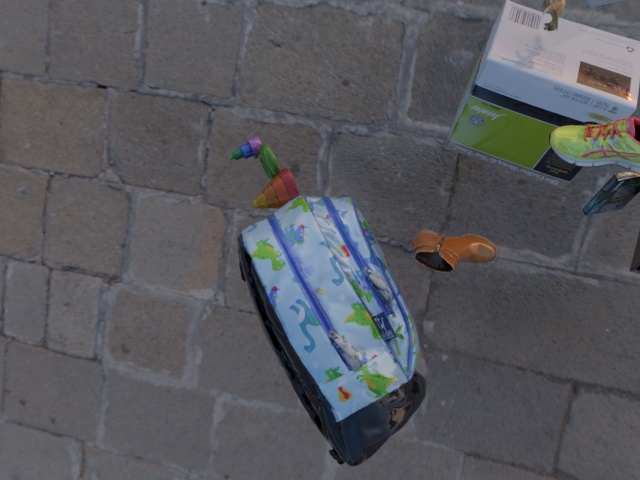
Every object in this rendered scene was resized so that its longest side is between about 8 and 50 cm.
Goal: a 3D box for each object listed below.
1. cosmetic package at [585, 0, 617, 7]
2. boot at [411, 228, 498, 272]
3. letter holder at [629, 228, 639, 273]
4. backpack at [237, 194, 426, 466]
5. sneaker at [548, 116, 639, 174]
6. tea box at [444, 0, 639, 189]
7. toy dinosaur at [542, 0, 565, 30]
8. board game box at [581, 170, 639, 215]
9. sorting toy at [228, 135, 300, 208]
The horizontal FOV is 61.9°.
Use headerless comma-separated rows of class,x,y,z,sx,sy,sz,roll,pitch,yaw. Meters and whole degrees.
cosmetic package,0.470,-0.511,0.562,0.394,0.330,0.327,1,85,36
boot,0.301,0.034,1.197,0.197,0.152,0.072,10,110,10
letter holder,0.985,-0.061,1.445,0.152,0.214,0.301,19,71,18
backpack,0.016,0.106,0.810,0.273,0.290,0.355,-43,79,-2
sneaker,0.501,-0.176,0.908,0.209,0.094,0.081,14,60,27
tea box,0.523,-0.339,1.293,0.329,0.323,0.219,21,62,4
toy dinosaur,0.470,-0.469,1.064,0.053,0.183,0.092,0,98,23
board game box,0.848,-0.138,1.520,0.126,0.186,0.026,-9,62,-9
sorting toy,-0.177,-0.186,1.522,0.126,0.365,0.127,-26,132,-11
